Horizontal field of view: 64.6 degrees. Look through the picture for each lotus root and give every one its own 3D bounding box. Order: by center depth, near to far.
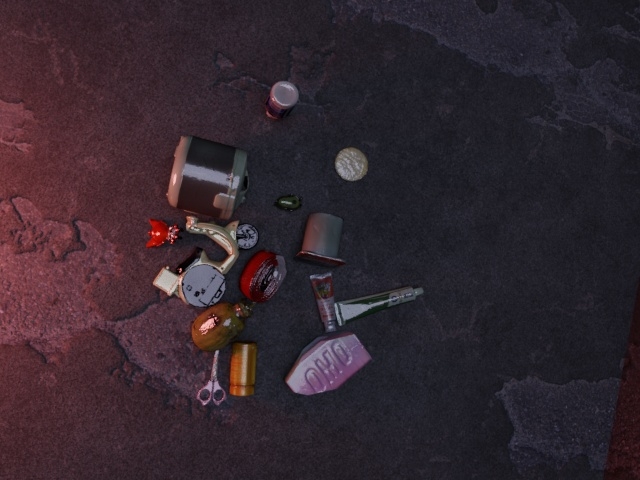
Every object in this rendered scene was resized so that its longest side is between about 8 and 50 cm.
[{"bbox_3d":[-0.353,0.304,1.853,0.278,0.154,0.154,-32,96,11],"label":"lotus root"}]

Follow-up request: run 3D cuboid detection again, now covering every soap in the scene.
[{"bbox_3d":[0.016,0.488,1.988,0.324,0.109,0.192,-36,96,-13],"label":"soap"}]

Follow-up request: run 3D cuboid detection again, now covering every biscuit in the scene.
[{"bbox_3d":[0.129,-0.318,2.109,0.152,0.020,0.151,1,87,-15],"label":"biscuit"}]

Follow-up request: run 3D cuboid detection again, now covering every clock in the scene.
[{"bbox_3d":[-0.426,0.060,1.892,0.277,0.120,0.378,32,80,-15],"label":"clock"}]

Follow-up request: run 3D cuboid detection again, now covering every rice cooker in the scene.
[{"bbox_3d":[-0.398,-0.225,1.837,0.277,0.288,0.288,12,84,-15],"label":"rice cooker"}]

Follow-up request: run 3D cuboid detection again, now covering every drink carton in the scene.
[{"bbox_3d":[0.000,0.000,1.983,0.186,0.191,0.189,9,75,-12],"label":"drink carton"}]

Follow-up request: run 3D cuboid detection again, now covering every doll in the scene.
[{"bbox_3d":[-0.572,-0.026,1.846,0.057,0.169,0.109,13,80,-53],"label":"doll"}]

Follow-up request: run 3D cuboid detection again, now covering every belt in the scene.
[{"bbox_3d":[-0.227,0.132,1.936,0.128,0.124,0.200,36,80,-36],"label":"belt"}]

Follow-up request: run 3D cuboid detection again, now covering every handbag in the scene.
[{"bbox_3d":[-0.130,-0.149,2.016,0.111,0.047,0.072,-1,86,-17],"label":"handbag"}]

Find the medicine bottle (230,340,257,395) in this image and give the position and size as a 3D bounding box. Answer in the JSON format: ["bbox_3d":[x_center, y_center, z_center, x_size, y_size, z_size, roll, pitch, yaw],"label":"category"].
[{"bbox_3d":[-0.290,0.480,1.910,0.097,0.096,0.191,3,86,-15],"label":"medicine bottle"}]

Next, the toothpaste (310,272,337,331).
[{"bbox_3d":[0.021,0.249,2.036,0.090,0.057,0.234,-9,81,-9],"label":"toothpaste"}]

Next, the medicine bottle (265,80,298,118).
[{"bbox_3d":[-0.154,-0.536,1.956,0.107,0.191,0.106,1,87,-15],"label":"medicine bottle"}]

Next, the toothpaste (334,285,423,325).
[{"bbox_3d":[0.247,0.256,2.089,0.393,0.061,0.098,-14,86,-11],"label":"toothpaste"}]

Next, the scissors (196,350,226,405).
[{"bbox_3d":[-0.403,0.518,1.917,0.111,0.021,0.212,8,86,-17],"label":"scissors"}]
